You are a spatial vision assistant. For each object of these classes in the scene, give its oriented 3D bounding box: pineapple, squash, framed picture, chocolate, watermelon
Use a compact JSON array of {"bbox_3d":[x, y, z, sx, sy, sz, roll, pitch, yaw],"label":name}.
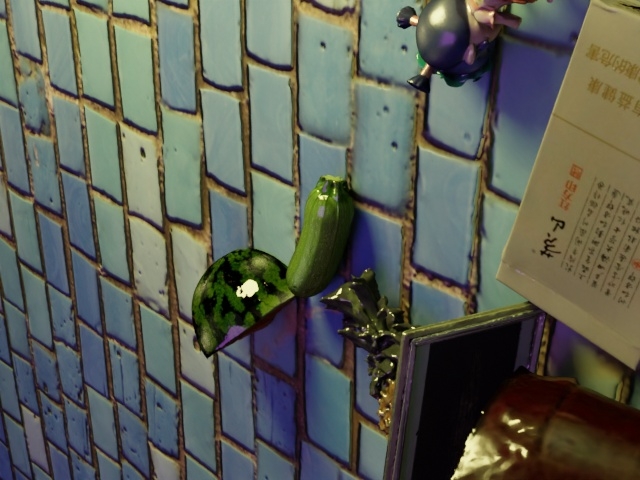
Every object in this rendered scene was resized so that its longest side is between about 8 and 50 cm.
[{"bbox_3d":[0.108,0.186,1.291,0.310,0.141,0.170,55,164,22],"label":"pineapple"},{"bbox_3d":[0.000,0.000,1.352,0.077,0.068,0.219,42,134,32],"label":"squash"},{"bbox_3d":[0.175,0.222,1.132,0.018,0.231,0.293,33,125,49],"label":"framed picture"},{"bbox_3d":[0.319,0.350,1.013,0.331,0.383,0.384,16,121,25],"label":"chocolate"},{"bbox_3d":[-0.116,0.087,1.492,0.145,0.137,0.193,-43,34,49],"label":"watermelon"}]

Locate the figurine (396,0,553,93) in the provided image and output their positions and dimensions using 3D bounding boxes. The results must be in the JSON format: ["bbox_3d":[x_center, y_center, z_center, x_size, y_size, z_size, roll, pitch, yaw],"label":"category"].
[{"bbox_3d":[0.166,-0.252,1.031,0.195,0.102,0.112,127,144,-50],"label":"figurine"}]

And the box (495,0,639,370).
[{"bbox_3d":[0.324,-0.054,0.995,0.204,0.051,0.365,35,131,29],"label":"box"}]
